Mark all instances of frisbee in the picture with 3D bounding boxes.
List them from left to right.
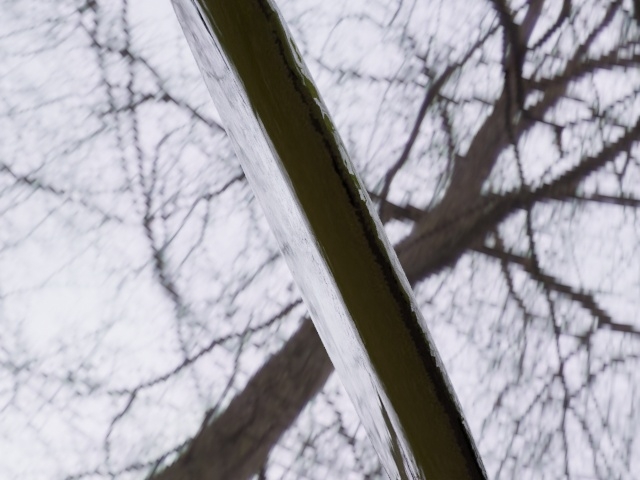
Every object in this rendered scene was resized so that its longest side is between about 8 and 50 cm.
[{"bbox_3d":[0.000,0.000,0.529,0.017,0.236,0.236,-25,-76,-4],"label":"frisbee"}]
